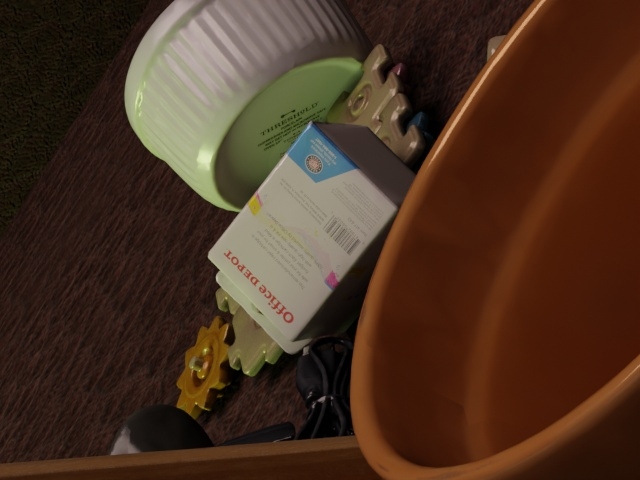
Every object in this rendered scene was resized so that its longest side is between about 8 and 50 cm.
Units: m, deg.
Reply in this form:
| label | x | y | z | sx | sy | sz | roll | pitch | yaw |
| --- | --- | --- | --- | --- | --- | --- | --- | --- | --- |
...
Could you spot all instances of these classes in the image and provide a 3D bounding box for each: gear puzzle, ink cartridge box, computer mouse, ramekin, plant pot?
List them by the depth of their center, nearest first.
| label | x | y | z | sx | sy | sz | roll | pitch | yaw |
| --- | --- | --- | --- | --- | --- | --- | --- | --- | --- |
| plant pot | 0.176 | 0.013 | 0.702 | 0.291 | 0.203 | 0.291 | -48 | 20 | 24 |
| computer mouse | -0.077 | 0.176 | 1.254 | 0.272 | 0.072 | 0.188 | -45 | 15 | 16 |
| ink cartridge box | 0.000 | 0.000 | 1.325 | 0.143 | 0.092 | 0.090 | -51 | -19 | 19 |
| gear puzzle | -0.015 | 0.020 | 1.478 | 0.339 | 0.044 | 0.175 | -53 | 27 | 22 |
| ramekin | -0.044 | -0.119 | 1.536 | 0.207 | 0.207 | 0.109 | -51 | 56 | 18 |

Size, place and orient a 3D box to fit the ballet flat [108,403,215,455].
| label | x | y | z | sx | sy | sz | roll | pitch | yaw |
| --- | --- | --- | --- | --- | --- | --- | --- | --- | --- |
| ballet flat | -0.067 | 0.230 | 1.060 | 0.096 | 0.095 | 0.281 | -14 | 75 | 54 |

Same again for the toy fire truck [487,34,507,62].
| label | x | y | z | sx | sy | sz | roll | pitch | yaw |
| --- | --- | --- | --- | --- | --- | --- | --- | --- | --- |
| toy fire truck | 0.185 | -0.079 | 0.967 | 0.217 | 0.158 | 0.246 | -67 | 8 | -28 |

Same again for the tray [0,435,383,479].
| label | x | y | z | sx | sy | sz | roll | pitch | yaw |
| --- | --- | --- | --- | --- | --- | --- | --- | --- | --- |
| tray | -0.072 | 0.164 | 0.792 | 0.203 | 0.410 | 0.076 | -128 | 38 | -66 |
